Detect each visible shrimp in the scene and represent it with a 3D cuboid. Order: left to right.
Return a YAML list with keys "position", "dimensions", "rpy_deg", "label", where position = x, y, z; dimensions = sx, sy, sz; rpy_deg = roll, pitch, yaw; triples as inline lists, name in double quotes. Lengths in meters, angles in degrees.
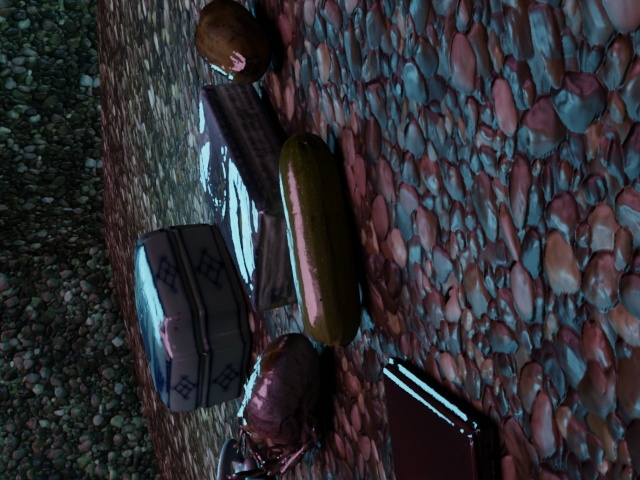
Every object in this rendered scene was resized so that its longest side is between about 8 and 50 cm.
- position: [-0.056, 0.248, 1.342]
  dimensions: [0.343, 0.117, 0.145]
  rpy_deg: [96, -179, -50]
  label: "shrimp"

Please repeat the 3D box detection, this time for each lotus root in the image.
- position: [-0.108, -0.249, 1.282]
  dimensions: [0.179, 0.081, 0.089]
  rpy_deg: [52, 134, 49]
  label: "lotus root"

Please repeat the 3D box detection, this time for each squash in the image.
- position: [0.000, 0.000, 1.096]
  dimensions: [0.069, 0.069, 0.238]
  rpy_deg: [155, 106, -73]
  label: "squash"

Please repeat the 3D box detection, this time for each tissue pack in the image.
- position: [-0.088, -0.062, 1.322]
  dimensions: [0.185, 0.081, 0.257]
  rpy_deg: [98, 154, -44]
  label: "tissue pack"

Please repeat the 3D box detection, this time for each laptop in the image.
- position: [0.111, 0.206, 0.934]
  dimensions: [0.207, 0.026, 0.153]
  rpy_deg: [-151, 51, -70]
  label: "laptop"

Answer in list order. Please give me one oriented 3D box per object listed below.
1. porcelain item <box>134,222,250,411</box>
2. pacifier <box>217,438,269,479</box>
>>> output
- position: [-0.232, 0.135, 1.779]
  dimensions: [0.281, 0.157, 0.285]
  rpy_deg: [104, 151, -50]
  label: "porcelain item"
- position: [-0.180, 0.476, 1.701]
  dimensions: [0.227, 0.207, 0.278]
  rpy_deg: [71, -166, -76]
  label: "pacifier"
